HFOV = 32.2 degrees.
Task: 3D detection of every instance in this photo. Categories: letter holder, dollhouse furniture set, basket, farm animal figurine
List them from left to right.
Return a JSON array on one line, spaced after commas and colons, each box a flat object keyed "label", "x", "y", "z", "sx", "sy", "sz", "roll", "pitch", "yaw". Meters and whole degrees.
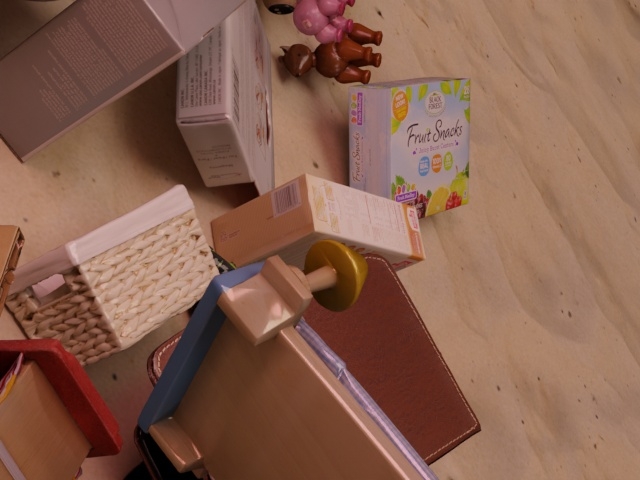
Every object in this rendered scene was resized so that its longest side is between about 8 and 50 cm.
[{"label": "dollhouse furniture set", "x": -0.211, "y": 0.276, "z": 0.817, "sx": 0.374, "sy": 0.152, "sz": 0.201, "roll": 66, "pitch": 32, "yaw": -28}, {"label": "basket", "x": -0.181, "y": 0.035, "z": 0.989, "sx": 0.167, "sy": 0.113, "sz": 0.103, "roll": -36, "pitch": 100, "yaw": -53}, {"label": "letter holder", "x": -0.037, "y": 0.158, "z": 1.023, "sx": 0.302, "sy": 0.152, "sz": 0.214, "roll": -23, "pitch": 82, "yaw": -43}, {"label": "farm animal figurine", "x": -0.008, "y": -0.359, "z": 1.326, "sx": 0.330, "sy": 0.172, "sz": 0.326, "roll": 73, "pitch": 34, "yaw": -63}, {"label": "dollhouse furniture set", "x": 0.042, "y": 0.182, "z": 0.706, "sx": 0.198, "sy": 0.303, "sz": 0.286, "roll": -17, "pitch": 55, "yaw": -45}]

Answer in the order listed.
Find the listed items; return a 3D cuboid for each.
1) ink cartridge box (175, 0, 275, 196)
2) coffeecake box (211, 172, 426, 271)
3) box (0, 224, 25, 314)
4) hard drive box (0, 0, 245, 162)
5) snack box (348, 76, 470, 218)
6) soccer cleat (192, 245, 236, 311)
[{"label": "ink cartridge box", "x": -0.101, "y": -0.180, "z": 1.226, "sx": 0.239, "sy": 0.060, "sz": 0.275, "roll": 74, "pitch": 11, "yaw": -62}, {"label": "coffeecake box", "x": 0.000, "y": 0.000, "z": 1.205, "sx": 0.185, "sy": 0.142, "sz": 0.068, "roll": 14, "pitch": 59, "yaw": -47}, {"label": "box", "x": -0.319, "y": 0.056, "z": 0.756, "sx": 0.021, "sy": 0.201, "sz": 0.164, "roll": 83, "pitch": 11, "yaw": -52}, {"label": "hard drive box", "x": -0.185, "y": -0.191, "z": 1.015, "sx": 0.089, "sy": 0.232, "sz": 0.181, "roll": 54, "pitch": 38, "yaw": -16}, {"label": "snack box", "x": 0.118, "y": -0.119, "z": 1.429, "sx": 0.207, "sy": 0.070, "sz": 0.174, "roll": -16, "pitch": 109, "yaw": -55}, {"label": "soccer cleat", "x": -0.096, "y": 0.080, "z": 1.112, "sx": 0.179, "sy": 0.060, "sz": 0.072, "roll": 56, "pitch": 38, "yaw": -16}]
